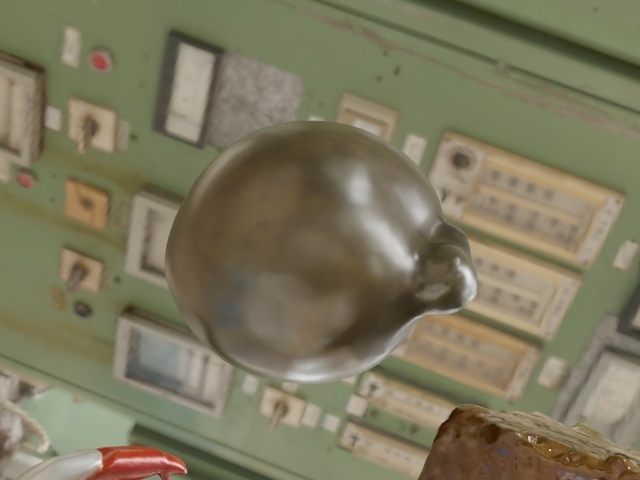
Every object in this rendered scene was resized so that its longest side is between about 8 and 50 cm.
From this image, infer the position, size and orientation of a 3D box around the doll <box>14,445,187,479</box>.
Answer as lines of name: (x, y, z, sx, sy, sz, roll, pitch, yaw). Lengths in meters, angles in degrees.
doll: (-0.202, 0.243, 0.892, 0.384, 0.099, 0.188, 25, 97, -45)

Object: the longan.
longan: (0.004, 0.007, 0.695, 0.185, 0.204, 0.159, -51, 140, -37)

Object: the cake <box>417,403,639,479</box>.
cake: (0.177, 0.216, 0.670, 0.293, 0.196, 0.198, 14, 90, -60)
